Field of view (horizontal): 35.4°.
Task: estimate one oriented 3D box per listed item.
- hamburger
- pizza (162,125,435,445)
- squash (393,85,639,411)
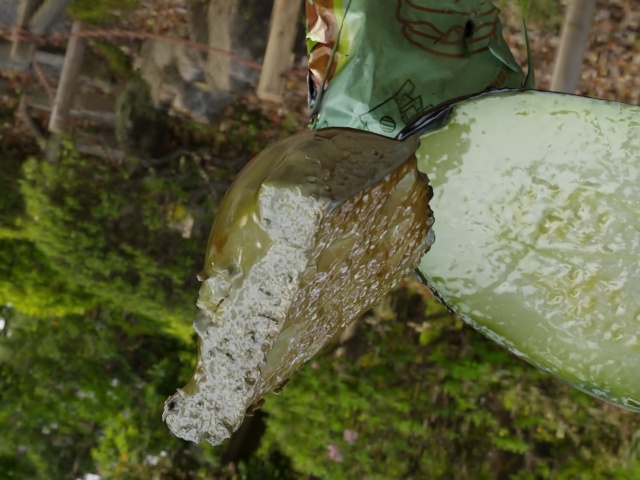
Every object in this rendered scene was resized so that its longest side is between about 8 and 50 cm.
[{"bbox_3d":[0.114,-0.179,0.964,0.276,0.260,0.150,25,167,-41],"label":"hamburger"},{"bbox_3d":[-0.001,-0.003,0.555,0.081,0.188,0.204,38,-136,18],"label":"pizza"},{"bbox_3d":[0.163,0.001,0.752,0.155,0.236,0.204,-9,-150,-44],"label":"squash"}]
